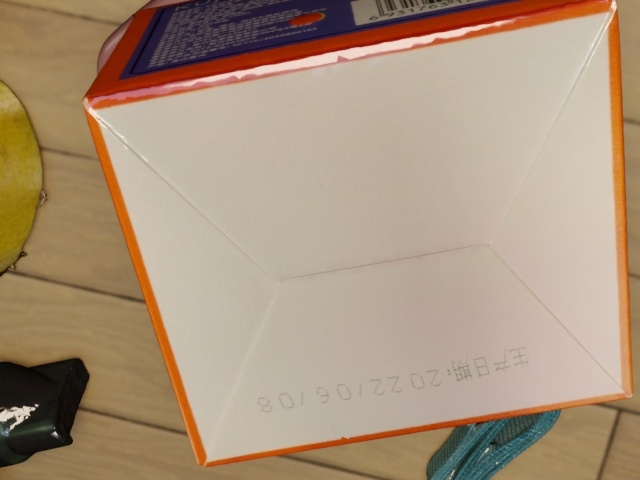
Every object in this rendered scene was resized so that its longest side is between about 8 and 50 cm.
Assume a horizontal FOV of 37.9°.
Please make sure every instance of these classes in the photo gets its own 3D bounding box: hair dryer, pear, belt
[{"bbox_3d":[-0.347,0.276,1.050,0.244,0.116,0.302,-11,117,13],"label":"hair dryer"},{"bbox_3d":[-0.419,-0.051,0.910,0.266,0.178,0.267,4,106,12],"label":"pear"},{"bbox_3d":[0.158,0.195,0.950,0.100,0.065,0.179,32,109,-12],"label":"belt"}]

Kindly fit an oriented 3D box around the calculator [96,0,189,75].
[{"bbox_3d":[-0.060,-0.157,0.881,0.329,0.048,0.220,-24,104,16],"label":"calculator"}]

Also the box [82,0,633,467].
[{"bbox_3d":[0.039,-0.042,0.750,0.348,0.257,0.319,-11,119,4],"label":"box"}]
